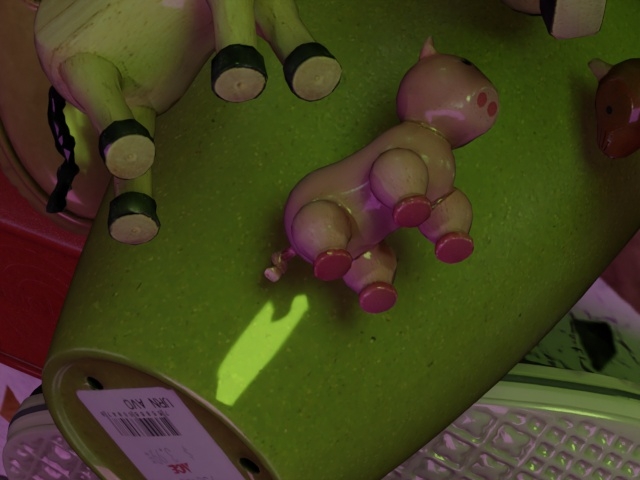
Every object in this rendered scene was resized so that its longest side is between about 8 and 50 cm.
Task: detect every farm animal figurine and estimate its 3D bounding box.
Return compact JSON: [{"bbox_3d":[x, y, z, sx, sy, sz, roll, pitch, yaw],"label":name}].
[{"bbox_3d":[0.073,-0.136,0.549,0.330,0.172,0.326,3,135,-21],"label":"farm animal figurine"}]

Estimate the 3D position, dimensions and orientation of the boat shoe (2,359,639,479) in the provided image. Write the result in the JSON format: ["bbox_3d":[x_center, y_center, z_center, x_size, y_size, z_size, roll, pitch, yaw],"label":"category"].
[{"bbox_3d":[0.017,0.123,0.999,0.500,0.156,0.186,-3,124,28],"label":"boat shoe"}]

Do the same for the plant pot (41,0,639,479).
[{"bbox_3d":[0.000,0.000,0.738,0.275,0.293,0.274,24,143,19],"label":"plant pot"}]

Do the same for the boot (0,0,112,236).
[{"bbox_3d":[-0.121,-0.154,0.783,0.236,0.089,0.269,64,147,12],"label":"boot"}]

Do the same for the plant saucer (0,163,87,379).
[{"bbox_3d":[-0.210,0.047,1.192,0.258,0.047,0.259,19,142,24],"label":"plant saucer"}]
